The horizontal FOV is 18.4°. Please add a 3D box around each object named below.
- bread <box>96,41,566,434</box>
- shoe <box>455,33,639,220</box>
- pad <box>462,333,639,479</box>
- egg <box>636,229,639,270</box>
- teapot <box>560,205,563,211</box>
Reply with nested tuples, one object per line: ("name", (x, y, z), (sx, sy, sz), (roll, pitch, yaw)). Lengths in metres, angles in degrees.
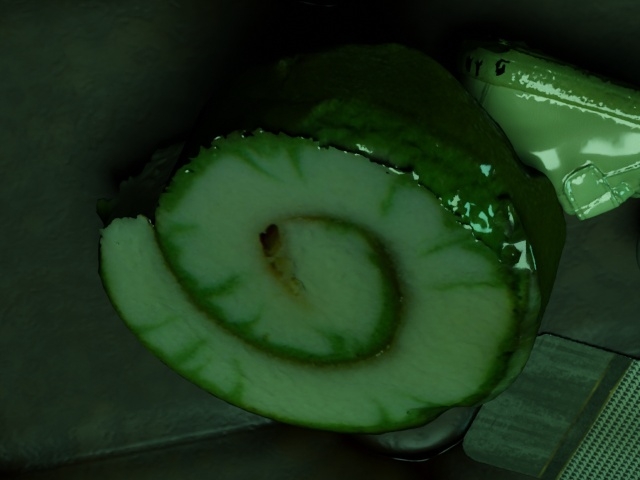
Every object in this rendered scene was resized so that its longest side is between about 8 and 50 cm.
("bread", (0.000, 0.000, 1.574), (0.381, 0.129, 0.366), (7, 138, 14))
("shoe", (0.219, -0.088, 1.598), (0.262, 0.140, 0.128), (22, 111, -14))
("pad", (0.243, 0.250, 1.881), (0.250, 0.055, 0.323), (16, 105, -17))
("egg", (0.331, -0.005, 1.678), (0.135, 0.103, 0.103), (-36, 121, 20))
("teapot", (0.178, -0.027, 1.684), (0.100, 0.045, 0.068), (-25, 126, 13))
